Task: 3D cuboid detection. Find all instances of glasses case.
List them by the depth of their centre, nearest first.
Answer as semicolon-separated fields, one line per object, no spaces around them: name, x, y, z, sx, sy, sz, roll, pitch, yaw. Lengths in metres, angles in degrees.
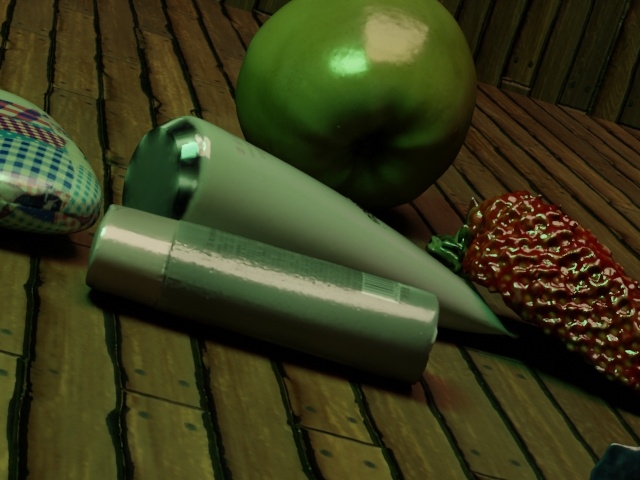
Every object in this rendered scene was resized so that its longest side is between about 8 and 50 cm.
glasses case;-0.274;-0.075;1.587;0.125;0.076;0.327;11;13;-23

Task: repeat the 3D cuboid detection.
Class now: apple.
apple;0.041;-0.151;2.009;0.262;0.262;0.262;17;12;-4

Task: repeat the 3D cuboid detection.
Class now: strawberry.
strawberry;0.222;0.036;1.663;0.286;0.106;0.188;36;7;36

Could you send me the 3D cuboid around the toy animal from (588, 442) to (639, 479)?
toy animal;0.305;0.193;1.267;0.255;0.176;0.239;50;6;-20

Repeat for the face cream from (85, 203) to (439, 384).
face cream;-0.045;0.038;1.431;0.269;0.073;0.107;17;8;-6

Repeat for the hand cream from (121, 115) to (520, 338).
hand cream;0.000;0.000;1.602;0.359;0.118;0.185;20;7;-34
